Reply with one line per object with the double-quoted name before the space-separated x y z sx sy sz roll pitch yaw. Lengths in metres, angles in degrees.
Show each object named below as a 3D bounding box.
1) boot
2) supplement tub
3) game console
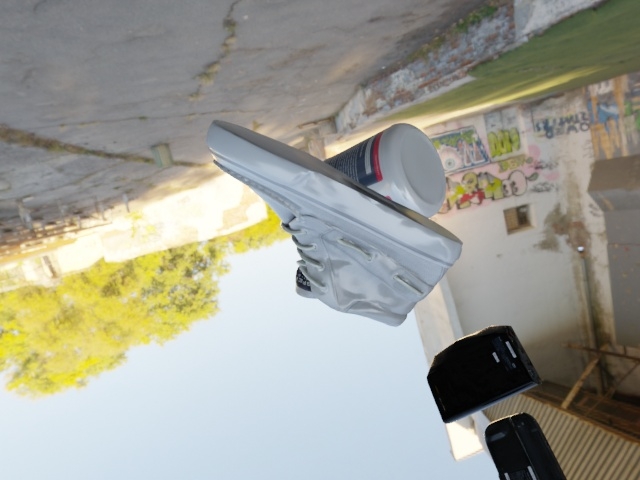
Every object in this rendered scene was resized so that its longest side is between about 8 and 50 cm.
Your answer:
"boot" 0.000 0.000 0.371 0.258 0.123 0.095 26 -163 -14
"supplement tub" 0.100 -0.107 0.836 0.272 0.191 0.191 -17 -177 44
"game console" 0.332 0.349 0.733 0.044 0.361 0.213 15 134 -35
